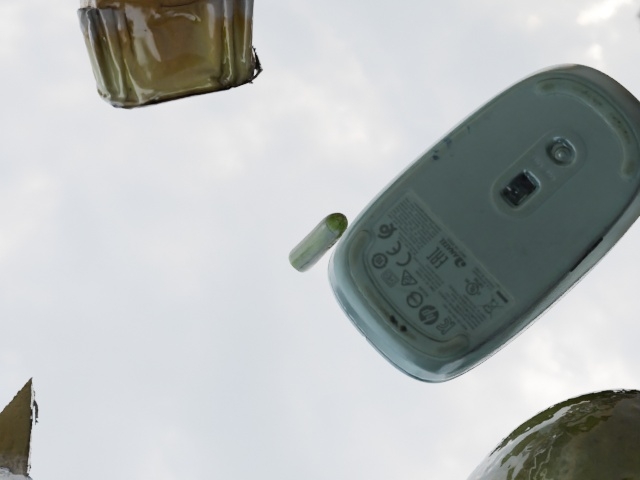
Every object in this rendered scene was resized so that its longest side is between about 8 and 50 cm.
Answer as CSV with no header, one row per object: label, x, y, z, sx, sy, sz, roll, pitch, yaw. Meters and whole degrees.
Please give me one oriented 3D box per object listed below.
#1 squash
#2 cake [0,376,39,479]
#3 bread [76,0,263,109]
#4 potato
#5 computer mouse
squash,0.000,0.000,1.159,0.027,0.083,0.027,18,-129,-24
cake,-0.308,0.188,1.183,0.065,0.052,0.121,3,-135,-5
bread,-0.124,-0.185,0.987,0.136,0.107,0.241,-9,-160,-4
potato,0.129,0.182,0.583,0.174,0.251,0.159,-24,-124,-18
computer mouse,0.144,-0.018,0.954,0.159,0.288,0.097,47,-179,12
